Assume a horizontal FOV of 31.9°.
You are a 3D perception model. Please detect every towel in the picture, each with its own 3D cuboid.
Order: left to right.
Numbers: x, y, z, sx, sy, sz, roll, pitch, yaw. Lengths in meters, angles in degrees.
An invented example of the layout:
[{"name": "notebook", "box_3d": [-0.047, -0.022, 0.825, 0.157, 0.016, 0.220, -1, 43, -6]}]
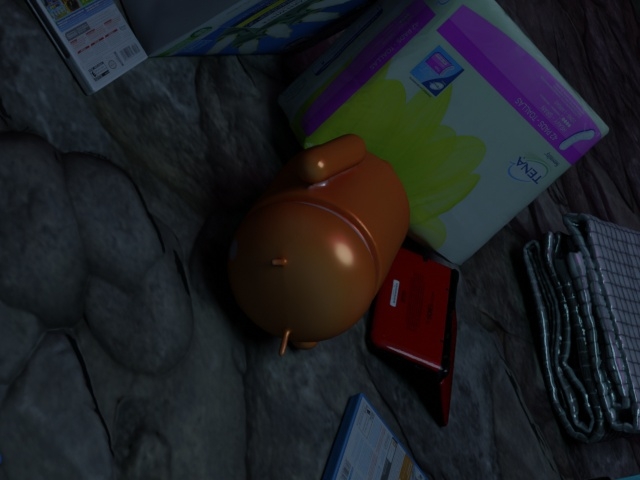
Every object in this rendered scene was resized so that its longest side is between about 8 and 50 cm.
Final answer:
[{"name": "towel", "box_3d": [0.368, 0.118, 1.460, 0.235, 0.121, 0.283, 9, 64, -54]}]

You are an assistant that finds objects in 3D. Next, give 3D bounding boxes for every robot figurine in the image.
[{"name": "robot figurine", "box_3d": [0.000, -0.002, 0.935, 0.128, 0.158, 0.219, 43, 34, -8]}]

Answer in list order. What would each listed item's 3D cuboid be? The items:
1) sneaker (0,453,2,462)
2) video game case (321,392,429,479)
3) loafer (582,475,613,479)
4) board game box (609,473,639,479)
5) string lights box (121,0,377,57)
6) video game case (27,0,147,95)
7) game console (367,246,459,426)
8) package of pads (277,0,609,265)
[{"name": "sneaker", "box_3d": [-0.217, 0.157, 0.539, 0.082, 0.069, 0.209, 57, 31, -24]}, {"name": "video game case", "box_3d": [0.063, 0.232, 0.989, 0.166, 0.015, 0.119, 54, 32, -21]}, {"name": "loafer", "box_3d": [0.343, 0.308, 1.346, 0.148, 0.056, 0.050, 11, 67, -55]}, {"name": "board game box", "box_3d": [0.274, 0.363, 1.018, 0.336, 0.079, 0.253, 79, 0, -70]}, {"name": "string lights box", "box_3d": [-0.047, -0.227, 1.008, 0.260, 0.133, 0.076, -18, 85, -60]}, {"name": "video game case", "box_3d": [-0.189, -0.180, 0.869, 0.122, 0.011, 0.087, 59, 31, -14]}, {"name": "game console", "box_3d": [0.097, 0.095, 1.140, 0.124, 0.085, 0.144, 23, 43, -9]}, {"name": "package of pads", "box_3d": [0.124, -0.117, 1.114, 0.296, 0.229, 0.101, 33, 19, -43]}]
